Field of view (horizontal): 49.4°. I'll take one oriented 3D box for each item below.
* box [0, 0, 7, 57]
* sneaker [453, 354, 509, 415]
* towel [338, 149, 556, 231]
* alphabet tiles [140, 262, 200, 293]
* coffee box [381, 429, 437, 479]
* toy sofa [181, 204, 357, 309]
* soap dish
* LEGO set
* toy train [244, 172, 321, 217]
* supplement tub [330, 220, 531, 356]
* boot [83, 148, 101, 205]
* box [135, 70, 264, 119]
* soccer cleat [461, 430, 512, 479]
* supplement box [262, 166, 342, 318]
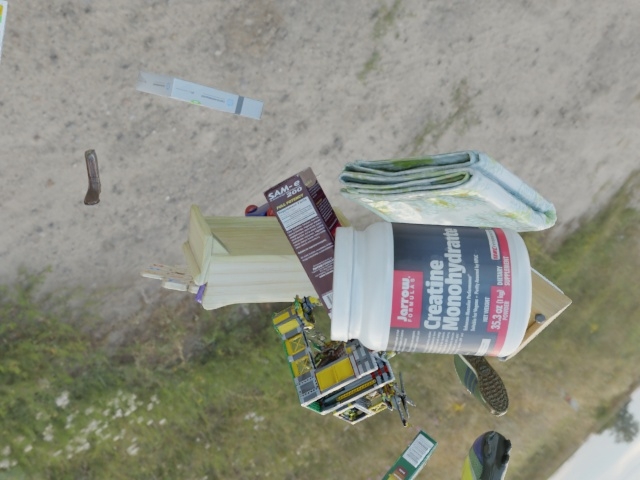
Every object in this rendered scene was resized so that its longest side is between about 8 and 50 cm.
[{"bbox_3d":[-0.558,-0.308,0.956,0.203,0.114,0.103,-2,113,-46],"label":"box"},{"bbox_3d":[0.363,0.324,1.595,0.064,0.192,0.086,-16,146,-17],"label":"sneaker"},{"bbox_3d":[0.258,-0.081,1.415,0.374,0.320,0.090,20,75,-49],"label":"towel"},{"bbox_3d":[-0.358,0.109,1.960,0.284,0.277,0.021,-118,-141,-81],"label":"alphabet tiles"},{"bbox_3d":[0.132,0.420,1.212,0.184,0.040,0.113,-48,159,-15],"label":"coffee box"},{"bbox_3d":[-0.109,0.031,1.518,0.362,0.150,0.177,-1,119,-23],"label":"toy sofa"},{"bbox_3d":[0.407,0.137,1.662,0.118,0.290,0.229,-46,171,-48],"label":"soap dish"},{"bbox_3d":[0.071,0.226,1.396,0.192,0.255,0.331,-29,137,14],"label":"LEGO set"},{"bbox_3d":[-0.058,-0.054,1.689,0.248,0.105,0.144,-32,114,-38],"label":"toy train"},{"bbox_3d":[0.154,0.070,1.025,0.272,0.191,0.191,3,147,1],"label":"supplement tub"},{"bbox_3d":[-0.533,-0.149,1.615,0.037,0.106,0.114,-1,119,-11],"label":"boot"},{"bbox_3d":[-0.218,-0.264,1.265,0.186,0.145,0.038,8,100,-41],"label":"box"},{"bbox_3d":[0.338,0.542,1.500,0.289,0.093,0.121,-53,171,-44],"label":"soccer cleat"},{"bbox_3d":[0.000,0.000,1.183,0.073,0.240,0.130,-26,-174,13],"label":"supplement box"}]
